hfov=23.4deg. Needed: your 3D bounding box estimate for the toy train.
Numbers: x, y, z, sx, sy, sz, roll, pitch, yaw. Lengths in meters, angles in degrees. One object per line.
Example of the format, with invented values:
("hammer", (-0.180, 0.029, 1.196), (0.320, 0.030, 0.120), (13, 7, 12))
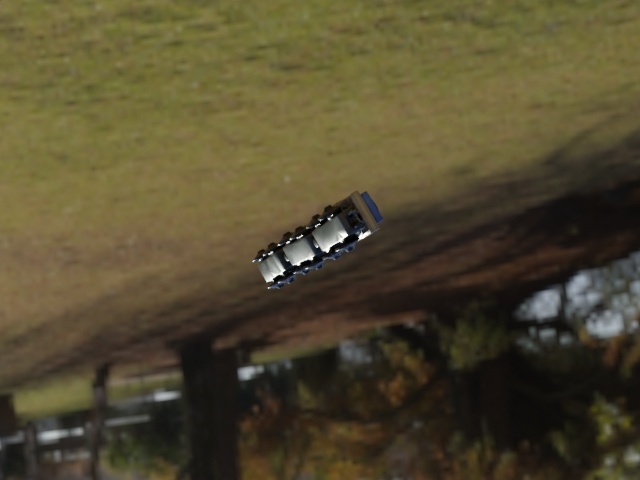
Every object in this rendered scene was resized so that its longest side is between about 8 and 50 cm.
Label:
("toy train", (0.000, 0.000, 0.856), (0.036, 0.027, 0.158), (-29, 180, -21))
